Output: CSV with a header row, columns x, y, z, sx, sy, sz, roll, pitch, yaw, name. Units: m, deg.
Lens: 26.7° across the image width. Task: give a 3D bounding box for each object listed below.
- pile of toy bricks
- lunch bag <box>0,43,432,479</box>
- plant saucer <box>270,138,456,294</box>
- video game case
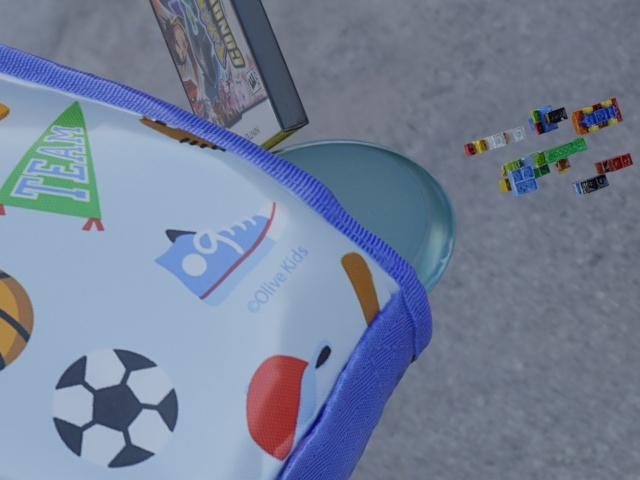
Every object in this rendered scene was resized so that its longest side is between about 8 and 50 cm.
x,y,z,sx,sy,sz,roll,pitch,yaw,name
0.277,-0.104,1.681,0.105,0.212,0.118,-13,96,64,pile of toy bricks
-0.186,0.083,0.587,0.385,0.239,0.328,15,47,26,lunch bag
0.000,0.000,1.583,0.317,0.317,0.043,-39,38,20,plant saucer
-0.116,-0.223,1.491,0.275,0.035,0.248,68,159,1,video game case
